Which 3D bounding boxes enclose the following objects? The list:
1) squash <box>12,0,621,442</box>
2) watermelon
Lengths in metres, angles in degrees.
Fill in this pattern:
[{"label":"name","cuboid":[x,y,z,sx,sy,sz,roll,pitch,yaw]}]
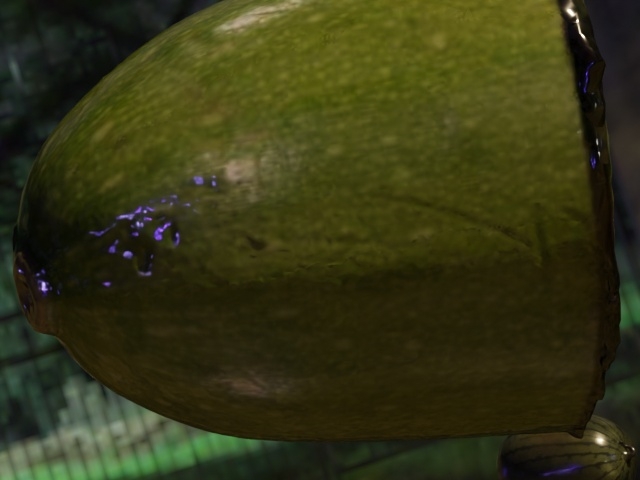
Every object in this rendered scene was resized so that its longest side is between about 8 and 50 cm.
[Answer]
[{"label":"squash","cuboid":[-0.019,-0.022,1.037,0.309,0.310,0.310,-6,-8,-6]},{"label":"watermelon","cuboid":[0.178,0.161,1.305,0.111,0.078,0.078,-6,2,38]}]
